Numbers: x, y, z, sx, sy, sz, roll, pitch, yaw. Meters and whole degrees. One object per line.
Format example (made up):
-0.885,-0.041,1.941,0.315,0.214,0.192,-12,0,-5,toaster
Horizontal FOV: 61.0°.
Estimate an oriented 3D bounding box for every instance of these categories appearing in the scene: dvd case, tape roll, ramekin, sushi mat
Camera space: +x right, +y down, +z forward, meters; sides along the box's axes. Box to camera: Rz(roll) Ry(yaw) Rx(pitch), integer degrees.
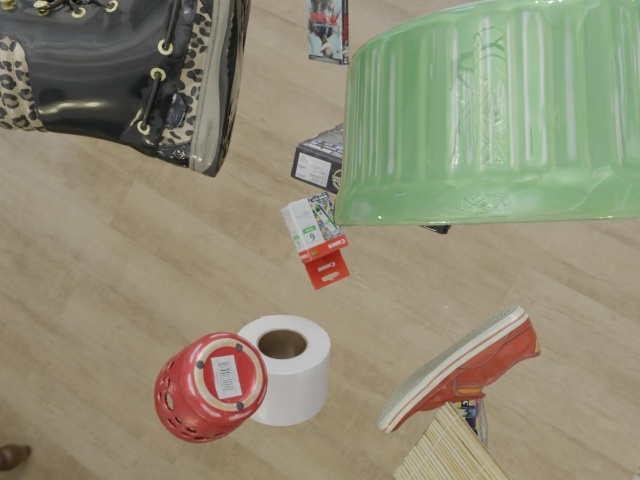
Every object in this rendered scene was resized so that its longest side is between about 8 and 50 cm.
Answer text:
0.009,-0.298,0.719,0.087,0.013,0.120,34,134,50,dvd case
-0.099,0.329,1.404,0.245,0.246,0.169,9,117,14,tape roll
0.159,-0.092,0.471,0.303,0.303,0.148,-2,93,13,ramekin
0.203,0.357,0.638,0.316,0.019,0.152,51,125,46,sushi mat

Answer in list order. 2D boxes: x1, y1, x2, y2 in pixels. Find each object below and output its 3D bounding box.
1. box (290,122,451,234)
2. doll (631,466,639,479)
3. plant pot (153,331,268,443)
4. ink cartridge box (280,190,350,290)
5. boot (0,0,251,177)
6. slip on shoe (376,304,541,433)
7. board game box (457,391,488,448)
0.168,-0.172,1.343,0.394,0.318,0.097,21,120,15,box
0.806,0.540,1.282,0.046,0.189,0.129,-2,49,-20,doll
-0.201,0.276,1.038,0.174,0.191,0.191,-39,72,47,plant pot
0.000,0.000,0.704,0.062,0.029,0.115,-22,88,-30,ink cartridge box
-0.142,-0.170,0.386,0.178,0.085,0.237,9,114,-4,boot
0.243,0.245,0.957,0.331,0.123,0.101,-35,84,1,slip on shoe
0.348,0.427,1.235,0.048,0.141,0.170,-4,122,23,board game box
